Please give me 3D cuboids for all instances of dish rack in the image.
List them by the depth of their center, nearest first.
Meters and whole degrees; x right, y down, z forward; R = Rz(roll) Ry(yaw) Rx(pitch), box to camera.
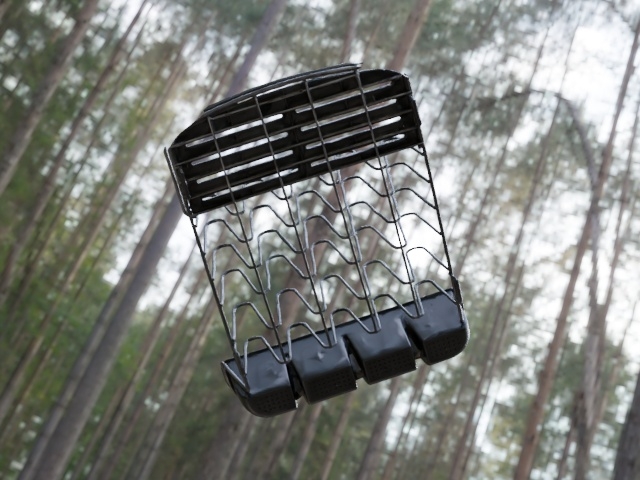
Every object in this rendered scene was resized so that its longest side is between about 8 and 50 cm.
[{"bbox_3d":[0.000,0.000,0.887,0.208,0.074,0.271,-18,-65,-5],"label":"dish rack"}]
